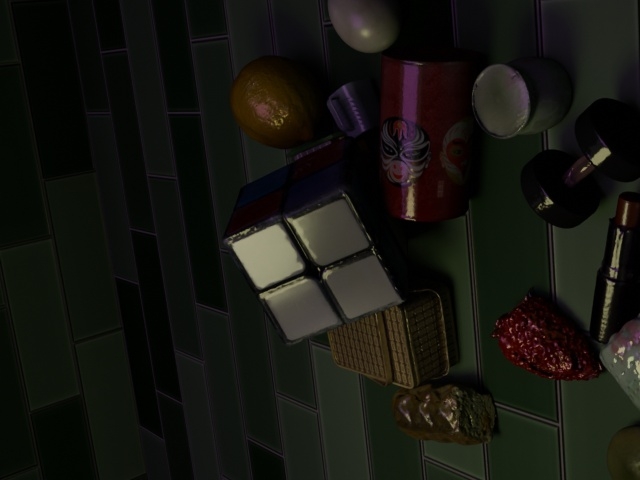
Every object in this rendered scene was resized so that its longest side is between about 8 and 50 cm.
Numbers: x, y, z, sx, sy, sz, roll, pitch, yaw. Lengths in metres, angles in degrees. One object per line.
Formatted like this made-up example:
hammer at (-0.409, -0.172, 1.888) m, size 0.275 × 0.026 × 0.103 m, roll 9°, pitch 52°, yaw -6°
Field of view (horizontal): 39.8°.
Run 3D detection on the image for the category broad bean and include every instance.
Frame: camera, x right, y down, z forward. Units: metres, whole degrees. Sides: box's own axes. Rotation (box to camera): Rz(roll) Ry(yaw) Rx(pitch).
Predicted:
broad bean at (0.641, 0.476, 1.665) m, size 0.189 × 0.121 × 0.263 m, roll 114°, pitch 144°, yaw -49°

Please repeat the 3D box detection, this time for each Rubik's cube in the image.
Rubik's cube at (0.000, 0.000, 2.000) m, size 0.313 × 0.318 × 0.316 m, roll -24°, pitch 111°, yaw 16°

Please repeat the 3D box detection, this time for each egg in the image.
egg at (0.096, -0.511, 1.970) m, size 0.209 × 0.151 × 0.151 m, roll 58°, pitch 142°, yaw 30°

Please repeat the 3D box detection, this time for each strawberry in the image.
strawberry at (0.455, 0.230, 1.815) m, size 0.228 × 0.097 × 0.174 m, roll 50°, pitch 139°, yaw 31°

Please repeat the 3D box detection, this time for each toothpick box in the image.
toothpick box at (0.223, -0.229, 1.864) m, size 0.204 × 0.204 × 0.334 m, roll 26°, pitch 122°, yaw 46°

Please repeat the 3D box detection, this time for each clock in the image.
clock at (0.048, -0.136, 2.230) m, size 0.219 × 0.106 × 0.255 m, roll -13°, pitch 97°, yaw 56°

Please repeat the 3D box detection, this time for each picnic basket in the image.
picnic basket at (0.160, 0.207, 2.121) m, size 0.312 × 0.175 × 0.228 m, roll 11°, pitch 117°, yaw 51°

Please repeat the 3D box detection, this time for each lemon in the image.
lemon at (-0.110, -0.352, 2.245) m, size 0.263 × 0.236 × 0.236 m, roll 12°, pitch 115°, yaw 27°

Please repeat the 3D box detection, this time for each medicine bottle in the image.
medicine bottle at (0.382, -0.273, 1.682) m, size 0.147 × 0.143 × 0.147 m, roll 23°, pitch 120°, yaw 48°

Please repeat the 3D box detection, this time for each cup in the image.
cup at (0.080, -0.307, 2.092) m, size 0.095 × 0.128 × 0.130 m, roll -32°, pitch 79°, yaw 52°

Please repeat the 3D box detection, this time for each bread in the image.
bread at (0.279, 0.410, 2.100) m, size 0.267 × 0.129 × 0.152 m, roll -11°, pitch 103°, yaw 54°

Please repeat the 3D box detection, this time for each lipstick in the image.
lipstick at (0.554, 0.054, 1.630) m, size 0.081 × 0.081 × 0.300 m, roll 29°, pitch 126°, yaw 45°

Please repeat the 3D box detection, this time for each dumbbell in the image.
dumbbell at (0.482, -0.136, 1.593) m, size 0.153 × 0.152 × 0.218 m, roll 62°, pitch 142°, yaw 17°

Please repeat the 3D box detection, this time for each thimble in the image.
thimble at (0.598, 0.193, 1.524) m, size 0.149 × 0.185 × 0.211 m, roll 57°, pitch 166°, yaw 25°
